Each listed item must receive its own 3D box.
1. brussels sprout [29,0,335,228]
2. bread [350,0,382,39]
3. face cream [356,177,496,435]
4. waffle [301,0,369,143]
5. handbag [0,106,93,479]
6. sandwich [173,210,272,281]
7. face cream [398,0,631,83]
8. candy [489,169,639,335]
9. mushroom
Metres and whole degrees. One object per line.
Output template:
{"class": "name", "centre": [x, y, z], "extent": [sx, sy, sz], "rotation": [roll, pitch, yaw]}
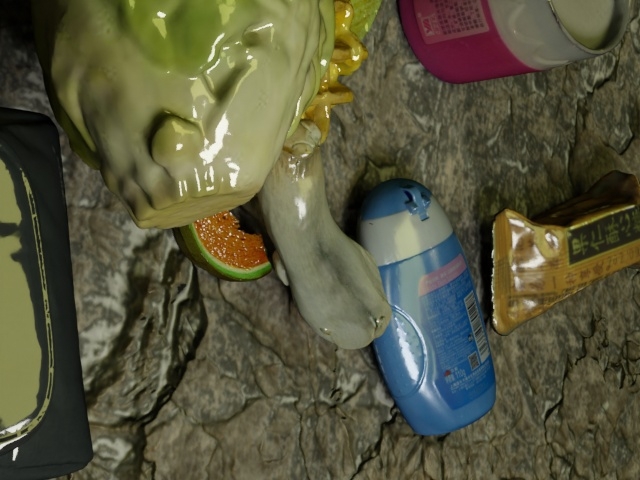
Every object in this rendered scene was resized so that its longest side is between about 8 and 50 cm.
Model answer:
{"class": "brussels sprout", "centre": [-0.104, -0.173, 1.189], "extent": [0.242, 0.274, 0.317], "rotation": [-5, 104, -4]}
{"class": "bread", "centre": [-0.013, -0.298, 1.524], "extent": [0.228, 0.033, 0.228], "rotation": [7, 80, -44]}
{"class": "face cream", "centre": [0.104, 0.064, 1.573], "extent": [0.149, 0.083, 0.264], "rotation": [-26, 105, -44]}
{"class": "waffle", "centre": [-0.077, -0.201, 1.405], "extent": [0.329, 0.062, 0.329], "rotation": [-2, 94, -36]}
{"class": "handbag", "centre": [-0.275, 0.040, 1.089], "extent": [0.275, 0.177, 0.302], "rotation": [8, 76, -73]}
{"class": "sandwich", "centre": [-0.097, -0.002, 1.419], "extent": [0.135, 0.029, 0.067], "rotation": [44, 57, -35]}
{"class": "face cream", "centre": [0.208, -0.264, 1.624], "extent": [0.175, 0.195, 0.175], "rotation": [6, 81, -44]}
{"class": "candy", "centre": [0.282, 0.005, 1.748], "extent": [0.271, 0.101, 0.143], "rotation": [-21, 107, -37]}
{"class": "mushroom", "centre": [-0.002, 0.002, 1.433], "extent": [0.096, 0.099, 0.278], "rotation": [-40, 132, -17]}
